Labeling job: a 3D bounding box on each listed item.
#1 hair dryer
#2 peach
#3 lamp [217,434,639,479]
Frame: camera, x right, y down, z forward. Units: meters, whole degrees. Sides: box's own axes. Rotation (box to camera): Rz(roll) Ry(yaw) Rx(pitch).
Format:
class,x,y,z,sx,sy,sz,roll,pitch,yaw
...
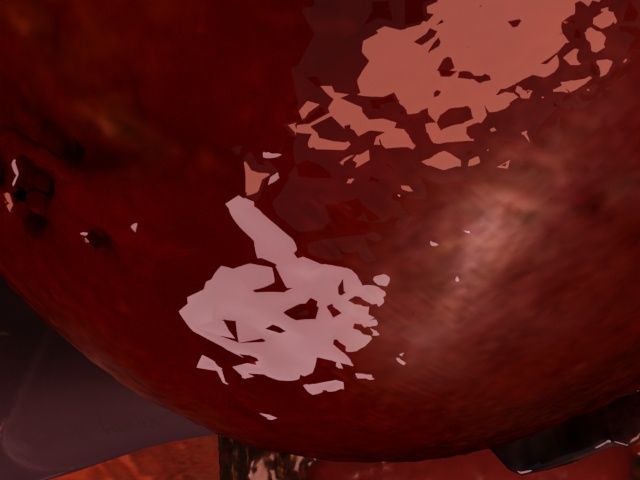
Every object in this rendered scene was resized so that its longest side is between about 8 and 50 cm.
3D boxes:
class,x,y,z,sx,sy,sz,roll,pitch,yaw
hair dryer,-0.208,0.005,0.852,0.301,0.121,0.361,-8,142,46
peach,0.031,-0.118,0.553,0.353,0.339,0.416,-19,138,-18
lamp,0.076,0.122,1.063,0.274,0.177,0.177,0,144,-14
